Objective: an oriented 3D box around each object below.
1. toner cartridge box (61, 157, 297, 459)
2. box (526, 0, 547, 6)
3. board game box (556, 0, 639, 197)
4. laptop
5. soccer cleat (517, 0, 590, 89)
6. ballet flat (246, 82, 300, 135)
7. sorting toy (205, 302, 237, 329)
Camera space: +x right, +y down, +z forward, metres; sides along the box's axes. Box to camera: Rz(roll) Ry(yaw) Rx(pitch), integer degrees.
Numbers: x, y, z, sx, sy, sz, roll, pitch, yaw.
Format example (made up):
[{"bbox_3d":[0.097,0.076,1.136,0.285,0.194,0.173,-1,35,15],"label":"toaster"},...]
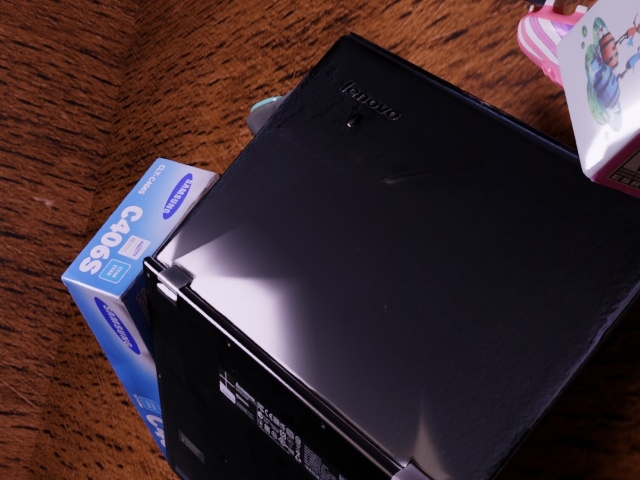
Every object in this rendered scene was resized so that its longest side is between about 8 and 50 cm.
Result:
[{"bbox_3d":[-0.130,0.097,1.200,0.165,0.075,0.348,-57,-32,-30],"label":"toner cartridge box"},{"bbox_3d":[0.219,-0.354,1.042,0.183,0.059,0.233,-46,37,48],"label":"box"},{"bbox_3d":[0.290,-0.117,0.523,0.303,0.224,0.097,-51,31,44],"label":"board game box"},{"bbox_3d":[0.053,0.105,0.984,0.382,0.236,0.408,36,139,39],"label":"laptop"},{"bbox_3d":[0.216,-0.124,0.885,0.248,0.083,0.095,33,111,63],"label":"soccer cleat"},{"bbox_3d":[-0.015,-0.144,1.405,0.280,0.095,0.096,-26,65,61],"label":"ballet flat"},{"bbox_3d":[0.000,0.000,1.157,0.038,0.193,0.208,36,111,49],"label":"sorting toy"}]
